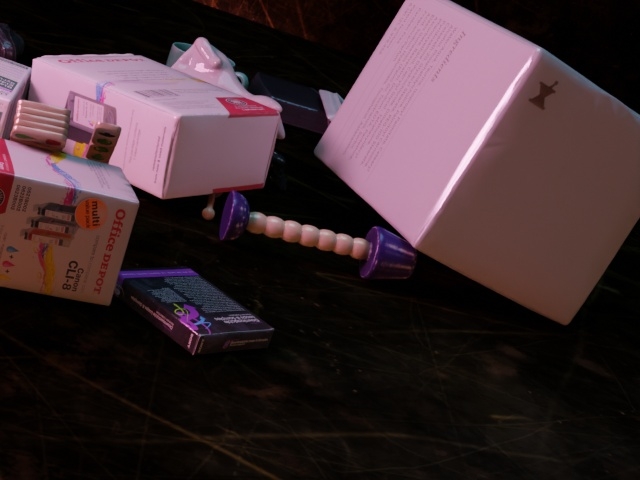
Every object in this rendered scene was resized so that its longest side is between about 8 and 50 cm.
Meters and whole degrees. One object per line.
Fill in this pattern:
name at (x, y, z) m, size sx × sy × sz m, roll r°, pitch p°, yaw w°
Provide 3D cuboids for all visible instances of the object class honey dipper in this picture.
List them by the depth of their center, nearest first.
honey dipper at (-0.160, -0.063, 1.830) m, size 0.030 × 0.030 × 0.161 m, roll 18°, pitch 19°, yaw -6°

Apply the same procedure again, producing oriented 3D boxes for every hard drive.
hard drive at (-0.067, -0.295, 2.650) m, size 0.172 × 0.054 × 0.255 m, roll 15°, pitch 16°, yaw -15°

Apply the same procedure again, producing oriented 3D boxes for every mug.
mug at (-0.235, -0.316, 2.447) m, size 0.129 × 0.097 × 0.158 m, roll 5°, pitch 22°, yaw -42°

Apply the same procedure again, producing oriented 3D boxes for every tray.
tray at (0.062, -0.238, 2.545) m, size 0.145 × 0.030 × 0.270 m, roll 44°, pitch 10°, yaw -16°

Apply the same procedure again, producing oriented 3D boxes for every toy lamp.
toy lamp at (0.000, 0.000, 1.727) m, size 0.274 × 0.080 × 0.080 m, roll 13°, pitch 17°, yaw -13°

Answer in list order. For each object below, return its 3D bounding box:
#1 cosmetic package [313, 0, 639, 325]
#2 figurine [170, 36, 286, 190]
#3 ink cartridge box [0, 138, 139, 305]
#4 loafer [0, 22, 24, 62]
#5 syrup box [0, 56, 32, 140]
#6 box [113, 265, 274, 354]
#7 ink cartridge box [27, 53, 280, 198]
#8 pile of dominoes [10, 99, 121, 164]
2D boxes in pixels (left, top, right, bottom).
cosmetic package at (0.258, -0.140, 1.918) m, size 0.329 × 0.327 × 0.394 m, roll 27°, pitch 11°, yaw -31°
figurine at (-0.134, -0.194, 2.004) m, size 0.209 × 0.215 × 0.092 m, roll 37°, pitch 63°, yaw 22°
ink cartridge box at (-0.301, -0.023, 1.346) m, size 0.176 × 0.128 × 0.127 m, roll 12°, pitch 16°, yaw -23°
loafer at (-0.562, -0.349, 2.211) m, size 0.078 × 0.076 × 0.223 m, roll 3°, pitch 18°, yaw -26°
syrup box at (-0.478, -0.194, 1.768) m, size 0.093 × 0.096 × 0.237 m, roll 17°, pitch 15°, yaw -11°
box at (-0.146, 0.076, 1.388) m, size 0.162 × 0.029 × 0.116 m, roll 31°, pitch 20°, yaw 38°
ink cartridge box at (-0.249, -0.174, 1.842) m, size 0.306 × 0.131 × 0.226 m, roll 23°, pitch 21°, yaw 34°
pile of dominoes at (-0.346, -0.102, 1.465) m, size 0.196 × 0.040 × 0.251 m, roll 11°, pitch -17°, yaw -14°
